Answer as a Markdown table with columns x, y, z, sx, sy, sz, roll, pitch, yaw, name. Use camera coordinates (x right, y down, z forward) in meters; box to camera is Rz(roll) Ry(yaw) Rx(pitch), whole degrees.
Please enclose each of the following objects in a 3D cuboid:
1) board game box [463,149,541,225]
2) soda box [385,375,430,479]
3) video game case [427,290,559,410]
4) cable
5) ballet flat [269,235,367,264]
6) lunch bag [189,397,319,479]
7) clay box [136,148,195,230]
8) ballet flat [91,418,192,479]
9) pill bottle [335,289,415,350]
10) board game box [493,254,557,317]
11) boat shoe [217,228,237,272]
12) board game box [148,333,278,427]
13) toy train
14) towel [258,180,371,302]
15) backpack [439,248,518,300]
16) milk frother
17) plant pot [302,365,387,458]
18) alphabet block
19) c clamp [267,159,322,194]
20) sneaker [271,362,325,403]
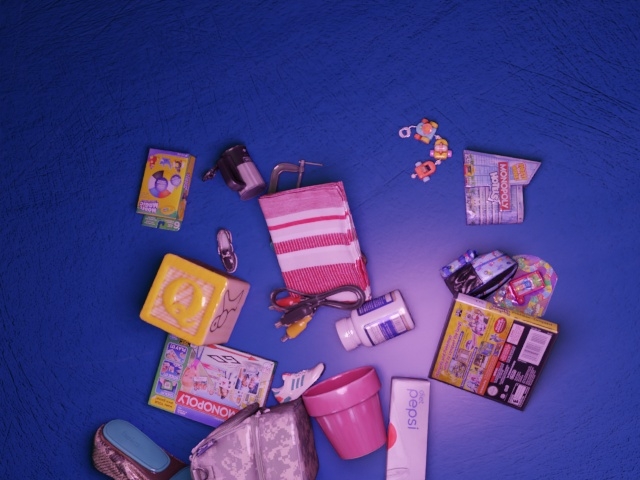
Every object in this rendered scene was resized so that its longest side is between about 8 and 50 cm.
| x | y | z | sx | sy | sz | roll | pitch | yaw | name |
| --- | --- | --- | --- | --- | --- | --- | --- | --- | --- |
| 0.473 | -0.142 | 1.685 | 0.194 | 0.060 | 0.194 | -3 | 82 | 11 | board game box |
| 0.218 | 0.492 | 1.631 | 0.098 | 0.091 | 0.286 | 4 | 83 | 4 | soda box |
| 0.412 | 0.272 | 1.574 | 0.248 | 0.035 | 0.275 | 18 | 126 | 12 | video game case |
| -0.018 | 0.159 | 1.707 | 0.287 | 0.072 | 0.139 | -26 | 85 | 20 | cable |
| 0.000 | 0.000 | 1.740 | 0.280 | 0.095 | 0.096 | 12 | 52 | 15 | ballet flat |
| -0.154 | 0.506 | 1.555 | 0.256 | 0.305 | 0.213 | -13 | 83 | 4 | lunch bag |
| -0.449 | -0.146 | 1.866 | 0.127 | 0.053 | 0.222 | 9 | 84 | 12 | clay box |
| -0.411 | 0.657 | 1.721 | 0.482 | 0.164 | 0.182 | 24 | 109 | 19 | ballet flat |
| 0.140 | 0.212 | 1.676 | 0.186 | 0.112 | 0.112 | -24 | 79 | 7 | pill bottle |
| 0.526 | 0.119 | 1.654 | 0.133 | 0.033 | 0.169 | 21 | 88 | 13 | board game box |
| -0.264 | 0.028 | 1.815 | 0.046 | 0.038 | 0.125 | -9 | 81 | 10 | boat shoe |
| -0.294 | 0.390 | 1.771 | 0.317 | 0.046 | 0.214 | 14 | 85 | 12 | board game box |
| 0.281 | -0.248 | 1.742 | 0.125 | 0.046 | 0.166 | -23 | 79 | 7 | toy train |
| -0.014 | 0.021 | 1.676 | 0.237 | 0.037 | 0.329 | -9 | 107 | 25 | towel |
| 0.401 | 0.082 | 1.617 | 0.173 | 0.158 | 0.117 | -36 | 70 | 10 | backpack |
| -0.247 | -0.171 | 1.819 | 0.143 | 0.129 | 0.135 | -43 | 72 | 47 | milk frother |
| 0.075 | 0.435 | 1.622 | 0.201 | 0.201 | 0.180 | -21 | 88 | 8 | plant pot |
| -0.328 | 0.159 | 1.730 | 0.193 | 0.197 | 0.192 | 21 | 87 | 13 | alphabet block |
| -0.080 | -0.154 | 1.812 | 0.137 | 0.022 | 0.161 | 15 | 85 | 12 | c clamp |
| -0.061 | 0.371 | 1.722 | 0.161 | 0.057 | 0.075 | -45 | 81 | 5 | sneaker |
